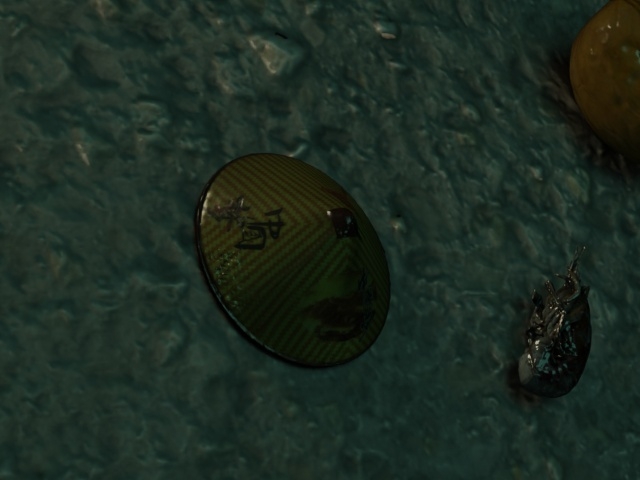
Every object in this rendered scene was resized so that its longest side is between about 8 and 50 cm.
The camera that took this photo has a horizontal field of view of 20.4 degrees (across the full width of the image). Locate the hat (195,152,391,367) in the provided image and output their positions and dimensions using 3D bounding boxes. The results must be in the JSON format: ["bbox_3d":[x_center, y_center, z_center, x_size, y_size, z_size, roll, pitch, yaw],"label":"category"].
[{"bbox_3d":[0.000,0.000,1.422,0.193,0.082,0.193,18,57,-30],"label":"hat"}]

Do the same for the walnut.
[{"bbox_3d":[0.320,-0.154,1.733,0.180,0.144,0.144,53,45,-7],"label":"walnut"}]

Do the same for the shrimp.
[{"bbox_3d":[0.210,0.070,1.572,0.065,0.056,0.165,25,50,-19],"label":"shrimp"}]
